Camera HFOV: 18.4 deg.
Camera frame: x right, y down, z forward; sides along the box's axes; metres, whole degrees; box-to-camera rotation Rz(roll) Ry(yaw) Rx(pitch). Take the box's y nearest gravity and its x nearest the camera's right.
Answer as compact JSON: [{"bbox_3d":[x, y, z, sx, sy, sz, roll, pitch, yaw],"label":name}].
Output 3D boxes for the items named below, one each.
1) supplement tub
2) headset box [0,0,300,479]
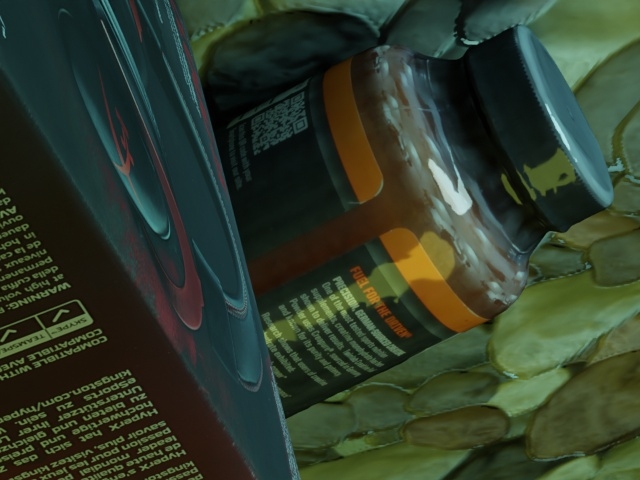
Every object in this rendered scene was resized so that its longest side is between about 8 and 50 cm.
[{"bbox_3d":[0.000,0.000,0.692,0.198,0.106,0.106,-26,145,16],"label":"supplement tub"},{"bbox_3d":[-0.097,-0.032,0.507,0.110,0.218,0.293,-19,145,4],"label":"headset box"}]
